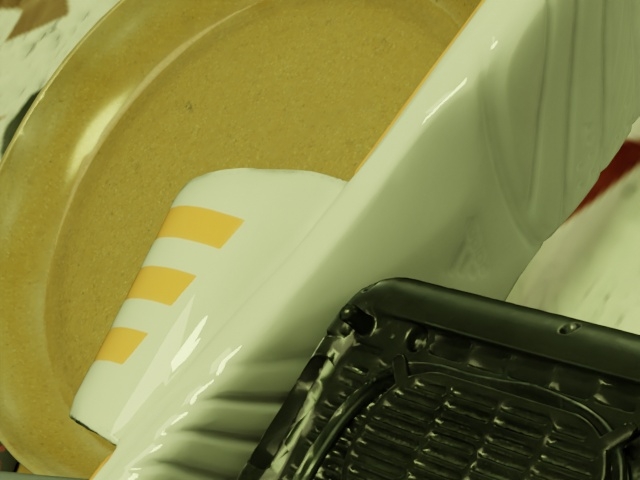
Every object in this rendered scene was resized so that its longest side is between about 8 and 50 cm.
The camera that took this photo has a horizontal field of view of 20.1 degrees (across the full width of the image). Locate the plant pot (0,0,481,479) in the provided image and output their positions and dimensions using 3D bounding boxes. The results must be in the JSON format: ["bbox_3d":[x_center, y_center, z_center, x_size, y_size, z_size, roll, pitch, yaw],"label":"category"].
[{"bbox_3d":[-0.029,-0.014,0.641,0.236,0.032,0.236,-19,53,28],"label":"plant pot"}]

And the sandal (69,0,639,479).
[{"bbox_3d":[0.005,0.005,0.517,0.076,0.102,0.265,29,76,39],"label":"sandal"}]

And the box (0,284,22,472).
[{"bbox_3d":[-0.201,0.133,0.710,0.159,0.044,0.233,-8,54,42],"label":"box"}]

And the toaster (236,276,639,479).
[{"bbox_3d":[0.042,0.108,0.418,0.186,0.110,0.168,13,69,50],"label":"toaster"}]

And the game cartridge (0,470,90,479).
[{"bbox_3d":[-0.135,0.207,0.532,0.196,0.060,0.294,1,65,28],"label":"game cartridge"}]
